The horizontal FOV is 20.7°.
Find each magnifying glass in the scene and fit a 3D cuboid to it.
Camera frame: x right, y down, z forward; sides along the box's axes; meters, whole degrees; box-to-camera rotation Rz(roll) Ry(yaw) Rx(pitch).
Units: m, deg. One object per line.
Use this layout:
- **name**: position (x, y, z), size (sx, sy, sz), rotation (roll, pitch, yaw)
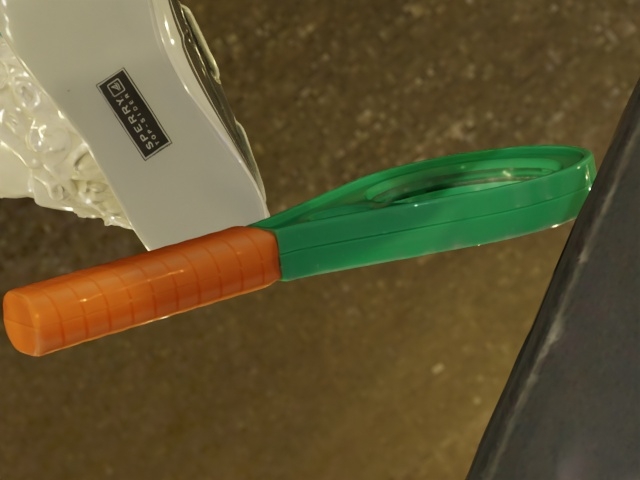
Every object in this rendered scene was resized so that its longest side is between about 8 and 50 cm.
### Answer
- **magnifying glass**: position (0.000, 0.000, 0.617), size (0.231, 0.026, 0.092), rotation (-14, -168, -30)

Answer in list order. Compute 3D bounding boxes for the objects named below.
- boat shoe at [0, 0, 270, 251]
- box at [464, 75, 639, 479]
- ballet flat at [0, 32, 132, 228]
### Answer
- **boat shoe**: position (-0.091, -0.081, 0.809), size (0.078, 0.219, 0.070), rotation (-25, -175, 7)
- **box**: position (0.162, 0.044, 0.437), size (0.293, 0.212, 0.395), rotation (73, 41, -74)
- **ballet flat**: position (-0.244, -0.119, 1.172), size (0.147, 0.409, 0.147), rotation (-46, -171, 10)
